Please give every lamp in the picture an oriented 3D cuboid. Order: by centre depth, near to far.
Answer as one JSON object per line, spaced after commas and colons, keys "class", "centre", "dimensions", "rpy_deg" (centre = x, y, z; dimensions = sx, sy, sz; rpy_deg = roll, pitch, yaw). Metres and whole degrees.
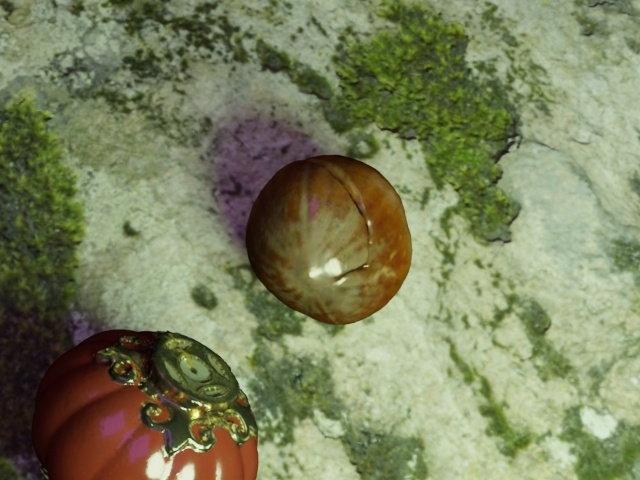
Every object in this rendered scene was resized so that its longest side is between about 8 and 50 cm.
{"class": "lamp", "centre": [-0.169, 0.191, 1.636], "dimensions": [0.227, 0.227, 0.227], "rpy_deg": [1, 64, -3]}

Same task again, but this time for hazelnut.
{"class": "hazelnut", "centre": [0.000, 0.000, 1.759], "dimensions": [0.182, 0.182, 0.182], "rpy_deg": [1, 64, -3]}
